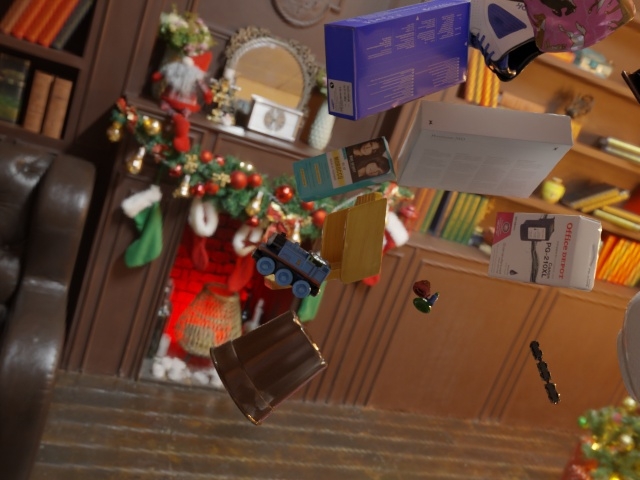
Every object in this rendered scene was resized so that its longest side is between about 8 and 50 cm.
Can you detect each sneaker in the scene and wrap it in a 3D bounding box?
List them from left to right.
[{"bbox_3d":[0.361,-0.444,1.374,0.315,0.182,0.127,8,-13,27],"label":"sneaker"}]

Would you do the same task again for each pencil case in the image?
[{"bbox_3d":[0.366,-0.487,1.008,0.386,0.160,0.167,57,9,-26],"label":"pencil case"}]

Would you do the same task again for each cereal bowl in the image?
[{"bbox_3d":[0.747,0.262,1.399,0.141,0.339,0.339,-15,-9,37],"label":"cereal bowl"}]

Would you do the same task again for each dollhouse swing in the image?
[{"bbox_3d":[0.000,0.000,1.957,0.305,0.315,0.347,6,-1,-10],"label":"dollhouse swing"}]

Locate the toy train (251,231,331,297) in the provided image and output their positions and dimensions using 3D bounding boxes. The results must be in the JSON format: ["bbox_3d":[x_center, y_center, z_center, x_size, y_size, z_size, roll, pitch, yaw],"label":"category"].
[{"bbox_3d":[-0.067,0.055,1.476,0.184,0.105,0.080,34,5,-5],"label":"toy train"}]

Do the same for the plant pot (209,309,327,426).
[{"bbox_3d":[-0.086,0.221,1.159,0.167,0.165,0.167,58,-2,3],"label":"plant pot"}]

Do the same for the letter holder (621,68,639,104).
[{"bbox_3d":[0.827,-0.290,1.424,0.214,0.152,0.302,-19,78,-54],"label":"letter holder"}]

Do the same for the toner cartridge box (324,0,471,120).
[{"bbox_3d":[0.156,-0.353,1.222,0.348,0.165,0.075,-26,36,-38],"label":"toner cartridge box"}]

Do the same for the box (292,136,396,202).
[{"bbox_3d":[0.058,-0.176,1.609,0.244,0.101,0.060,-15,-12,13],"label":"box"}]

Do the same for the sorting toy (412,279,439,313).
[{"bbox_3d":[0.264,0.136,1.591,0.061,0.102,0.042,24,54,33],"label":"sorting toy"}]

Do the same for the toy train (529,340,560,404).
[{"bbox_3d":[0.534,0.316,1.527,0.027,0.036,0.158,-15,59,4],"label":"toy train"}]

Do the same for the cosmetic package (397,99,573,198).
[{"bbox_3d":[0.411,-0.229,1.661,0.377,0.097,0.284,6,-22,-4],"label":"cosmetic package"}]

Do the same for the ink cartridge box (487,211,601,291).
[{"bbox_3d":[0.548,0.024,1.577,0.100,0.172,0.237,11,-3,-38],"label":"ink cartridge box"}]
